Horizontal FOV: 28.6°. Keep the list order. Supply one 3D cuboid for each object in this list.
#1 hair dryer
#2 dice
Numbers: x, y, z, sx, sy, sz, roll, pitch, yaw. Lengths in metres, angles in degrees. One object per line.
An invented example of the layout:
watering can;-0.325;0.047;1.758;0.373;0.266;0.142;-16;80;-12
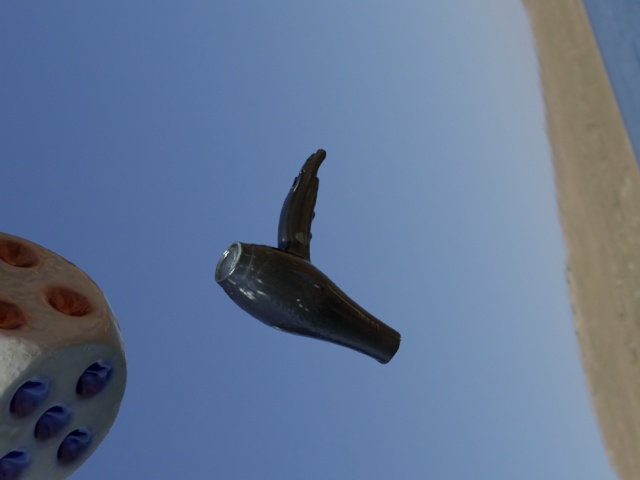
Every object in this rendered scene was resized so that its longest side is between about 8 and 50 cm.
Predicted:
hair dryer;0.000;0.000;1.220;0.195;0.075;0.219;28;-129;-25
dice;-0.407;0.151;1.547;0.259;0.243;0.251;34;-156;28
